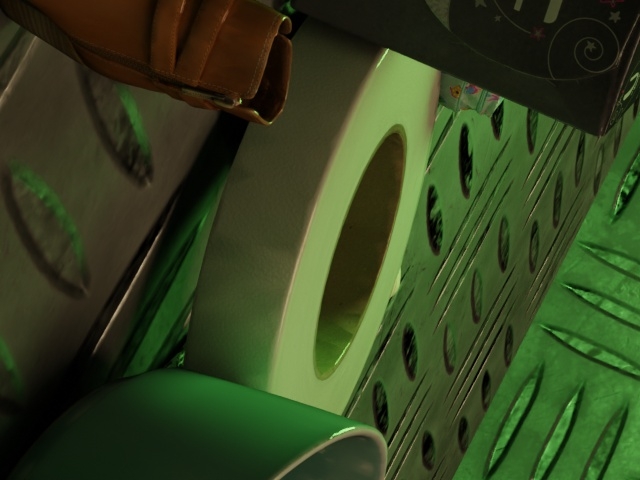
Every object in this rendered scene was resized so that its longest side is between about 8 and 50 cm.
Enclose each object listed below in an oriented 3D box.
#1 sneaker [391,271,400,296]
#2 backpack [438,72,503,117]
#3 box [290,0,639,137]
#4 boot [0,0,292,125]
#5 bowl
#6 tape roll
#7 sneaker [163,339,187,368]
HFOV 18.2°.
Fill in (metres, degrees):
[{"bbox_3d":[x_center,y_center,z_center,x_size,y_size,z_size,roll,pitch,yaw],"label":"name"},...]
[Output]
[{"bbox_3d":[0.042,0.064,1.956,0.134,0.051,0.070,-68,161,-4],"label":"sneaker"},{"bbox_3d":[0.135,-0.190,1.716,0.182,0.115,0.152,-57,163,-48],"label":"backpack"},{"bbox_3d":[0.130,-0.205,1.401,0.142,0.247,0.163,-45,156,-57],"label":"box"},{"bbox_3d":[-0.089,-0.124,0.931,0.073,0.152,0.197,-62,166,-10],"label":"boot"},{"bbox_3d":[-0.113,0.208,1.337,0.311,0.163,0.311,-45,156,-26],"label":"bowl"},{"bbox_3d":[0.000,0.000,1.550,0.392,0.072,0.392,17,90,-77],"label":"tape roll"},{"bbox_3d":[-0.101,0.098,1.534,0.044,0.040,0.109,-43,177,22],"label":"sneaker"}]
